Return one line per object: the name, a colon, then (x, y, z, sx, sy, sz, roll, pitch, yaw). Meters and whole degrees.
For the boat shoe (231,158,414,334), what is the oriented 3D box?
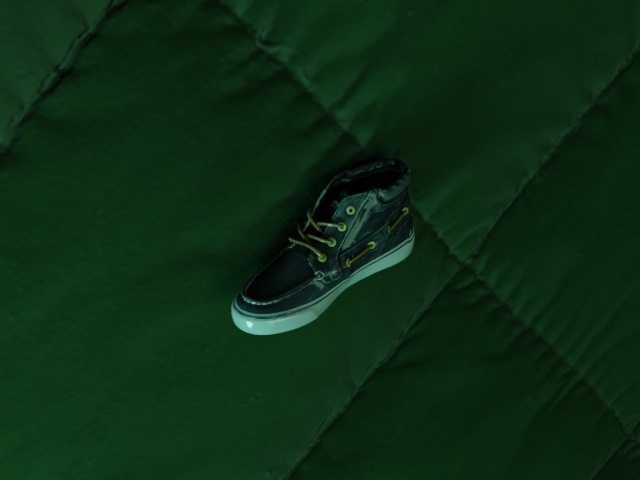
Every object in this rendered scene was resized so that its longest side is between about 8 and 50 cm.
boat shoe: (0.000, 0.000, 1.023, 0.183, 0.065, 0.083, -31, 134, -31)
